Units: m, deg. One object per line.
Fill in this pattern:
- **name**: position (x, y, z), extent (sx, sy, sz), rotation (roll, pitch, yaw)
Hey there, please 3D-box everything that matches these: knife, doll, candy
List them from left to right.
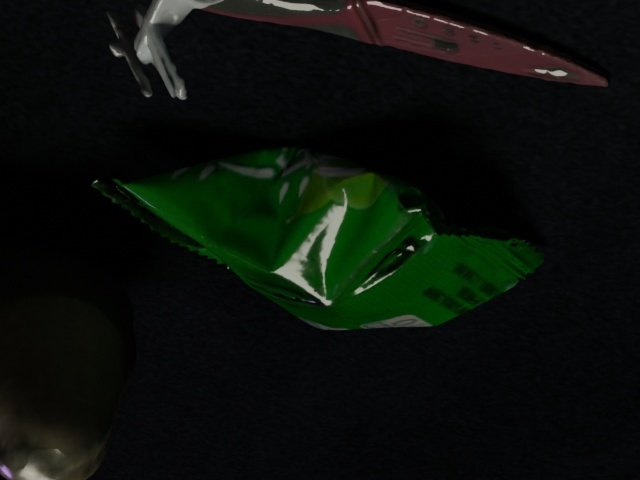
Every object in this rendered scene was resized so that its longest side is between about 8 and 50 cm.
- **doll**: position (-0.281, 0.078, 1.008), extent (0.378, 0.382, 0.252), rotation (-23, 115, -8)
- **candy**: position (-0.002, 0.003, 1.020), extent (0.203, 0.078, 0.141), rotation (3, 151, 30)
- **knife**: position (0.013, -0.104, 0.880), extent (0.247, 0.018, 0.035), rotation (12, 149, -3)

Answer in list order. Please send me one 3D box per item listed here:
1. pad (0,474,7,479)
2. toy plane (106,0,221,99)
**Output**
- **pad**: position (-0.279, 0.135, 1.174), extent (0.266, 0.176, 0.002), rotation (-1, 131, 14)
- **toy plane**: position (-0.050, -0.170, 0.631), extent (0.107, 0.182, 0.273), rotation (-19, 116, -7)
